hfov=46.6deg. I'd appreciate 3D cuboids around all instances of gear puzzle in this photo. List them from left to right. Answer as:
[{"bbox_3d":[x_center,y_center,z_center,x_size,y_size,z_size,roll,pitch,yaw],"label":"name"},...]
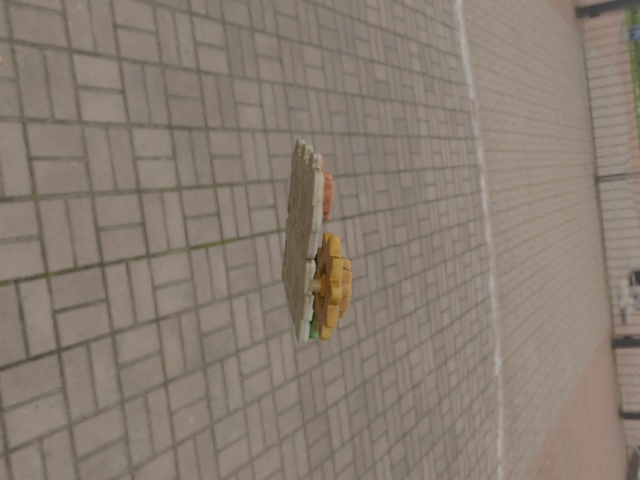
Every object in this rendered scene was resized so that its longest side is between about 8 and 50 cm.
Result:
[{"bbox_3d":[0.000,0.000,0.719,0.339,0.044,0.176,-118,-147,-76],"label":"gear puzzle"}]
